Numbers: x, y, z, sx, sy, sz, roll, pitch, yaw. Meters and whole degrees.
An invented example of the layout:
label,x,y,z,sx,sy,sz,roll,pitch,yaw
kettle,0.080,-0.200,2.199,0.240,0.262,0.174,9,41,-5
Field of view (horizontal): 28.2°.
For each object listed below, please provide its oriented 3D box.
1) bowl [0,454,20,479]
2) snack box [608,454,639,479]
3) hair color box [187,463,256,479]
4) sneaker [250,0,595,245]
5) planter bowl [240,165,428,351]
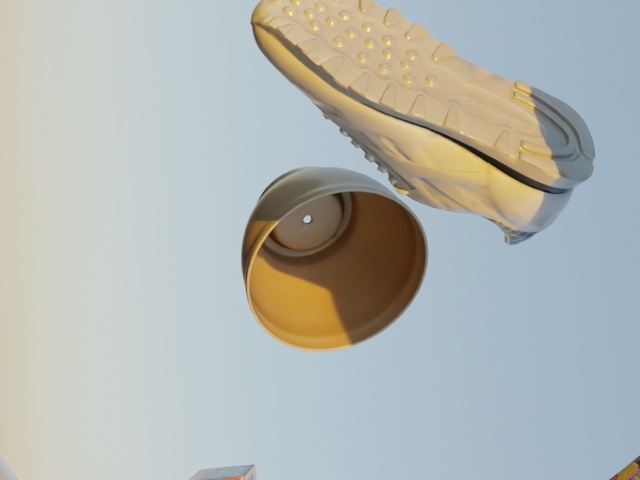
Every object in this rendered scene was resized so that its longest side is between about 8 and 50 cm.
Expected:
label,x,y,z,sx,sy,sz,roll,pitch,yaw
bowl,-0.164,0.168,0.487,0.298,0.134,0.298,178,-90,-73
snack box,0.393,0.329,1.563,0.100,0.037,0.141,-42,-163,10
hair color box,-0.060,0.227,0.858,0.072,0.043,0.141,45,40,-85
sneaker,0.053,-0.075,0.811,0.090,0.235,0.095,-61,-178,-40
planter bowl,0.000,0.000,1.118,0.109,0.162,0.162,-120,-147,-53
